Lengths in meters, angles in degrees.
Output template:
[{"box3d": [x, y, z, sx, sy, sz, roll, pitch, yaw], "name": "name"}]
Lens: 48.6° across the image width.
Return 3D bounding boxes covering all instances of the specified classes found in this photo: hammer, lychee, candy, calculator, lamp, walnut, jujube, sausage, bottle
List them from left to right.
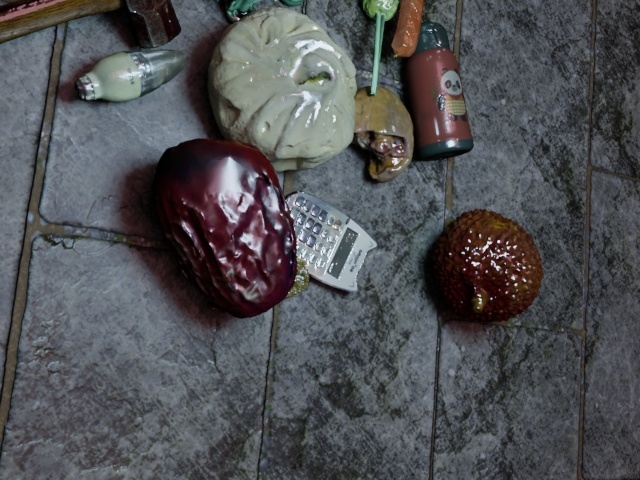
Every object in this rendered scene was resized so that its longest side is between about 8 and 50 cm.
[{"box3d": [-0.486, -0.440, 1.344, 0.408, 0.095, 0.242, -25, 132, -17], "name": "hammer"}, {"box3d": [-0.376, -0.335, 1.422, 0.250, 0.101, 0.101, -28, 99, -32], "name": "lamp"}, {"box3d": [-0.186, -0.037, 1.424, 0.258, 0.258, 0.377, -32, 115, -28], "name": "jujube"}, {"box3d": [0.000, 0.000, 1.636, 0.268, 0.040, 0.177, 34, 69, -22], "name": "calculator"}, {"box3d": [0.138, -0.485, 1.701, 0.093, 0.092, 0.336, 60, 32, -59], "name": "candy"}, {"box3d": [0.143, -0.274, 1.689, 0.238, 0.141, 0.204, 40, 62, -17], "name": "walnut"}, {"box3d": [0.212, -0.516, 1.719, 0.065, 0.065, 0.169, 15, 81, -27], "name": "sausage"}, {"box3d": [0.284, -0.377, 1.780, 0.144, 0.144, 0.336, -9, 87, -30], "name": "bottle"}, {"box3d": [0.408, 0.062, 1.733, 0.276, 0.275, 0.304, 45, 39, -18], "name": "lychee"}]

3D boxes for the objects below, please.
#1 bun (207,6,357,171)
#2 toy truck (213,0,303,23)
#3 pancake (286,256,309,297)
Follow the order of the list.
[{"box3d": [-0.068, -0.323, 1.510, 0.359, 0.211, 0.360, 1, 86, -20], "name": "bun"}, {"box3d": [-0.113, -0.601, 1.572, 0.278, 0.155, 0.156, -29, 90, -28], "name": "toy truck"}, {"box3d": [-0.076, 0.081, 1.581, 0.108, 0.017, 0.108, -3, 101, -15], "name": "pancake"}]
